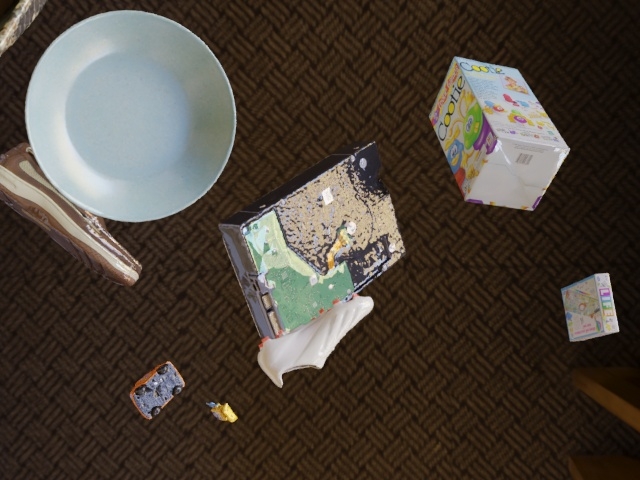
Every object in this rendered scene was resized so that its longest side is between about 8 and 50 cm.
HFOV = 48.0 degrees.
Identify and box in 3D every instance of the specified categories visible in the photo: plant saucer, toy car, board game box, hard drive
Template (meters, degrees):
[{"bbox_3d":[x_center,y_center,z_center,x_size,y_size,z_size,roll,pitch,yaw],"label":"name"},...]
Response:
[{"bbox_3d":[-0.178,-0.116,0.683,0.195,0.037,0.195,-6,103,-26],"label":"plant saucer"},{"bbox_3d":[-0.151,0.178,0.764,0.122,0.040,0.060,46,57,-30],"label":"toy car"},{"bbox_3d":[0.320,-0.202,1.337,0.144,0.275,0.142,7,131,-15],"label":"board game box"},{"bbox_3d":[0.489,0.125,1.313,0.026,0.154,0.103,-4,77,-4],"label":"board game box"},{"bbox_3d":[0.000,0.000,1.233,0.064,0.339,0.236,6,123,45],"label":"hard drive"}]

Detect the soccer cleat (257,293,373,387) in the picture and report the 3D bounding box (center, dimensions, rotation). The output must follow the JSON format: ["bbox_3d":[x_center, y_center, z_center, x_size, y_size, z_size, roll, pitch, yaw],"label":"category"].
[{"bbox_3d":[0.000,0.147,1.064,0.196,0.068,0.076,-26,75,-17],"label":"soccer cleat"}]

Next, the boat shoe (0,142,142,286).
[{"bbox_3d":[-0.350,-0.042,1.033,0.257,0.095,0.095,41,67,-15],"label":"boat shoe"}]

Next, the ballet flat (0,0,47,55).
[{"bbox_3d":[-0.241,-0.114,0.369,0.164,0.182,0.482,33,63,-25],"label":"ballet flat"}]
